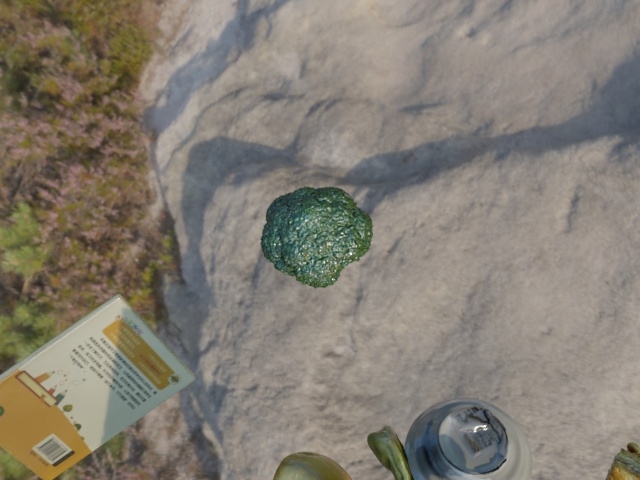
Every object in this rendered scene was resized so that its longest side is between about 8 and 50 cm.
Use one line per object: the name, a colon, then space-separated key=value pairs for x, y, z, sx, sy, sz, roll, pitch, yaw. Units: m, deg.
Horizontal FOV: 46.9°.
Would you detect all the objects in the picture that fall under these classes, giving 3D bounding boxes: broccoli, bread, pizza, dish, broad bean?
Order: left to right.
bread: x=-0.016 y=0.424 z=1.104 sx=0.147 sy=0.098 sz=0.217 roll=36 pitch=116 yaw=37
broccoli: x=0.000 y=0.000 z=1.898 sx=0.297 sy=0.297 sz=0.298 roll=-10 pitch=57 yaw=15
broad bean: x=0.179 y=0.521 z=1.715 sx=0.072 sy=0.153 sz=0.207 roll=-31 pitch=42 yaw=-4
dish: x=0.364 y=0.503 z=1.791 sx=0.316 sy=0.106 sz=0.317 roll=-1 pitch=52 yaw=1
pizza: x=0.767 y=0.590 z=1.653 sx=0.257 sy=0.268 sz=0.087 roll=33 pitch=58 yaw=28

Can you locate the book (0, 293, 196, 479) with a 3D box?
book: x=-0.372 y=0.236 z=1.150 sx=0.295 sy=0.208 sz=0.020 roll=-34 pitch=32 yaw=-2
